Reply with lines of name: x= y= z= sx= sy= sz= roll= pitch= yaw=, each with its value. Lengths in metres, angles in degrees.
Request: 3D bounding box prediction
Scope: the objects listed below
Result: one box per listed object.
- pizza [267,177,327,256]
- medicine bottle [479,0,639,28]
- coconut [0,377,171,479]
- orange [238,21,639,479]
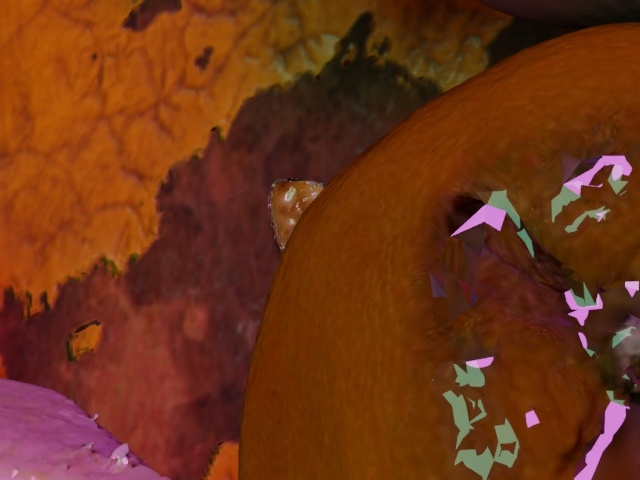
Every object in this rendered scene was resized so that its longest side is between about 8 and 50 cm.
pizza: x=0.000 y=0.000 z=0.604 sx=0.037 sy=0.016 sz=0.083 roll=-46 pitch=49 yaw=12
medicine bottle: x=0.096 y=-0.197 z=0.465 sx=0.325 sy=0.256 sz=0.256 roll=11 pitch=78 yaw=44
coconut: x=-0.119 y=0.173 z=0.481 sx=0.233 sy=0.245 sz=0.233 roll=-1 pitch=59 yaw=2
orange: x=0.082 y=0.056 z=0.400 sx=0.249 sy=0.183 sz=0.249 roll=-9 pitch=63 yaw=18
